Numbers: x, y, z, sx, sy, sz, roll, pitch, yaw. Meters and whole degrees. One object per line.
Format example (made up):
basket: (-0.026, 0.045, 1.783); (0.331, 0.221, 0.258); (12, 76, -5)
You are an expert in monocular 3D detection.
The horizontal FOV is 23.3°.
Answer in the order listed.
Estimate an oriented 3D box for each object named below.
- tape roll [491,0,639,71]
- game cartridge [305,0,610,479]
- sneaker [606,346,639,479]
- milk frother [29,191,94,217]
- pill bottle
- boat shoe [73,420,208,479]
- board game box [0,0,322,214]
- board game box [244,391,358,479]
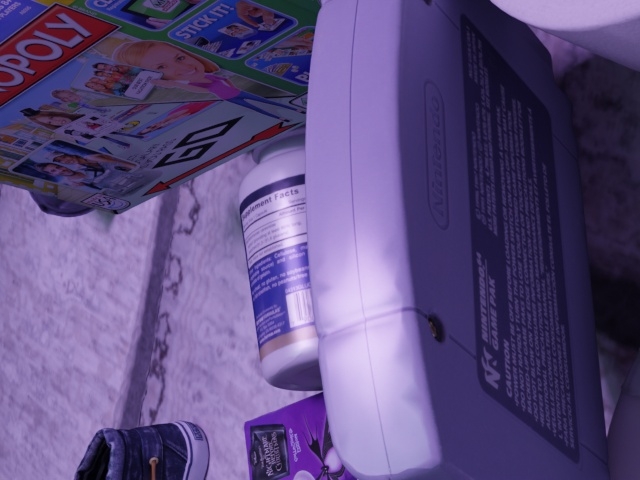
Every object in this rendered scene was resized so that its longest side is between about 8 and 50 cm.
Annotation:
tape roll: (0.187, -0.261, 0.652); (0.392, 0.072, 0.392); (-45, 35, 45)
game cartridge: (0.065, -0.003, 0.720); (0.062, 0.198, 0.297); (-22, 51, 31)
sneaker: (0.181, 0.021, 0.667); (0.106, 0.123, 0.290); (56, 131, 40)
milk frother: (-0.242, -0.108, 1.264); (0.135, 0.143, 0.129); (38, 109, 52)
pill bottle: (0.000, 0.000, 0.949); (0.094, 0.094, 0.169); (-31, 61, 49)
boat shoe: (-0.148, 0.215, 1.144); (0.065, 0.083, 0.183); (36, 116, 51)
board game box: (-0.120, -0.100, 0.881); (0.317, 0.213, 0.046); (-22, 61, 48)
board game box: (0.043, 0.254, 0.903); (0.208, 0.056, 0.347); (-32, 61, 54)
